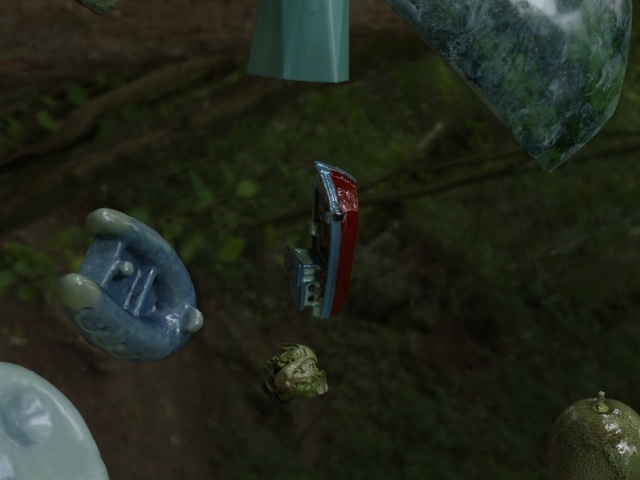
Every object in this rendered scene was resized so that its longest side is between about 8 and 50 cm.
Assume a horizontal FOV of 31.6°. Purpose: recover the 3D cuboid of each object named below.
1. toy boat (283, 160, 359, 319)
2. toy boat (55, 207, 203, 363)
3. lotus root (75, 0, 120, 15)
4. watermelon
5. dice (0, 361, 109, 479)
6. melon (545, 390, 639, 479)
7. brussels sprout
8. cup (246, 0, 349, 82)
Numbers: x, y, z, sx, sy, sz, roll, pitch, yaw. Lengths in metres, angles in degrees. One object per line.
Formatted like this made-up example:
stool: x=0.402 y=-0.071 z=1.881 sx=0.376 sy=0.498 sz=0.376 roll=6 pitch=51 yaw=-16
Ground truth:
toy boat: x=0.000 y=0.000 z=1.147 sx=0.069 sy=0.058 sz=0.173 roll=-122 pitch=-145 yaw=-57
toy boat: x=-0.294 y=0.088 z=1.862 sx=0.330 sy=0.123 sz=0.215 roll=59 pitch=42 yaw=-52
lotus root: x=-0.288 y=-0.415 z=1.482 sx=0.138 sy=0.235 sz=0.119 roll=-1 pitch=50 yaw=-53
watermelon: x=0.184 y=-0.258 z=1.149 sx=0.319 sy=0.290 sz=0.213 roll=31 pitch=-10 yaw=-13
dice: x=-0.381 y=0.286 z=1.108 sx=0.268 sy=0.264 sz=0.263 roll=-3 pitch=64 yaw=-49
melon: x=0.361 y=0.281 z=1.463 sx=0.139 sy=0.139 sz=0.192 roll=-73 pitch=160 yaw=-65
brussels sprout: x=-0.040 y=0.179 z=1.473 sx=0.058 sy=0.085 sz=0.085 roll=-19 pitch=95 yaw=-58
cup: x=-0.027 y=-0.341 z=1.561 sx=0.134 sy=0.148 sz=0.236 roll=-148 pitch=-122 yaw=-68
